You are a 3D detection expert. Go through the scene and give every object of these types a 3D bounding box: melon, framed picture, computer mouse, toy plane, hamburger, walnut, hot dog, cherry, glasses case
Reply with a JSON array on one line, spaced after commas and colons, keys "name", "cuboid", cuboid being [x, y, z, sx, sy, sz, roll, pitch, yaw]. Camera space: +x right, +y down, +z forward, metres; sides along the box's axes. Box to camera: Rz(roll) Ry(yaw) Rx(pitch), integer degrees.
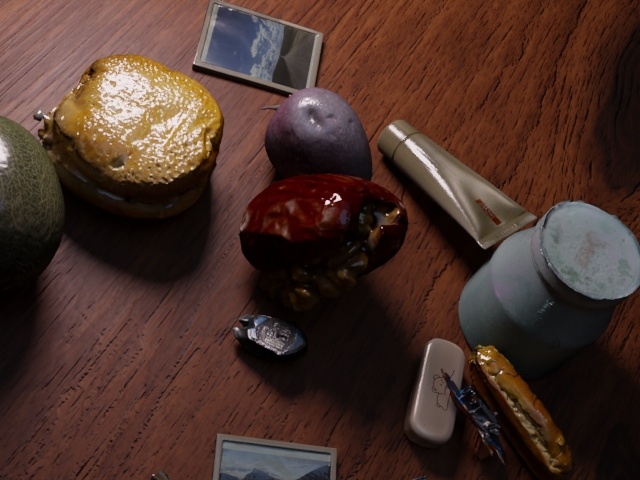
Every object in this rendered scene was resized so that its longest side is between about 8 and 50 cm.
[{"name": "melon", "cuboid": [-0.529, -0.065, 1.369, 0.237, 0.237, 0.302, -9, 60, -23]}, {"name": "framed picture", "cuboid": [-0.127, -0.398, 1.830, 0.259, 0.023, 0.189, 15, 60, -10]}, {"name": "framed picture", "cuboid": [-0.074, 0.392, 1.389, 0.203, 0.015, 0.150, 11, 59, -12]}, {"name": "computer mouse", "cuboid": [-0.085, 0.171, 1.495, 0.135, 0.047, 0.079, 20, 44, 7]}, {"name": "toy plane", "cuboid": [0.267, 0.293, 1.493, 0.062, 0.135, 0.188, -23, 98, 13]}, {"name": "hamburger", "cuboid": [-0.332, -0.182, 1.544, 0.314, 0.170, 0.290, 26, 53, -2]}, {"name": "walnut", "cuboid": [0.000, 0.000, 1.496, 0.221, 0.269, 0.244, 41, 55, -32]}, {"name": "hot dog", "cuboid": [0.347, 0.299, 1.523, 0.072, 0.115, 0.269, -30, 76, -9]}, {"name": "cherry", "cuboid": [-0.007, -0.185, 1.635, 0.266, 0.213, 0.183, 43, 91, 0]}, {"name": "glasses case", "cuboid": [0.201, 0.266, 1.533, 0.083, 0.050, 0.196, 21, 56, -9]}]

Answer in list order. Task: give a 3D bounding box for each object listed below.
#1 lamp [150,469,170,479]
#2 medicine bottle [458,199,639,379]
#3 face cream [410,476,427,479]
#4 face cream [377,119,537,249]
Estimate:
[{"name": "lamp", "cuboid": [-0.294, 0.484, 1.218, 0.090, 0.089, 0.325, 34, 57, 3]}, {"name": "medicine bottle", "cuboid": [0.412, 0.087, 1.564, 0.244, 0.290, 0.245, 8, 58, -14]}, {"name": "face cream", "cuboid": [0.191, 0.520, 1.369, 0.143, 0.071, 0.291, -10, 65, -25]}, {"name": "face cream", "cuboid": [0.247, -0.113, 1.689, 0.137, 0.084, 0.341, -27, 54, -26]}]
